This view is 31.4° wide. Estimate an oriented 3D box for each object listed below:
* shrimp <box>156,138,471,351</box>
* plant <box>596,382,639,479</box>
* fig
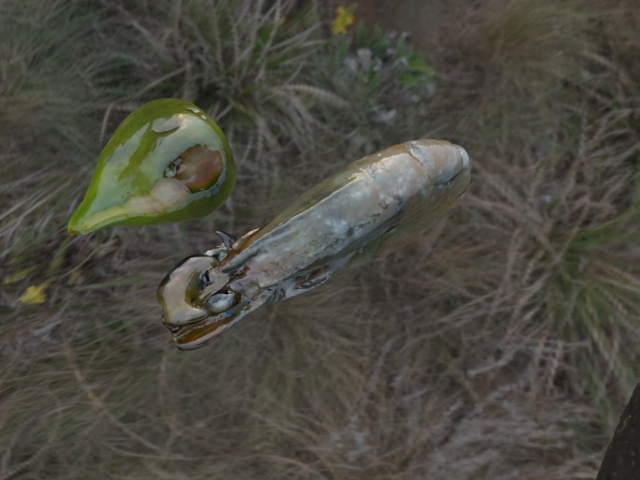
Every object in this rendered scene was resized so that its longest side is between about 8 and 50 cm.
[{"bbox_3d":[0.000,0.000,1.410,0.446,0.221,0.110,-25,67,-21],"label":"shrimp"},{"bbox_3d":[0.341,0.280,1.140,0.149,0.146,0.274,21,91,-16],"label":"plant"},{"bbox_3d":[-0.272,-0.093,1.737,0.275,0.206,0.206,-31,94,-11],"label":"fig"}]
